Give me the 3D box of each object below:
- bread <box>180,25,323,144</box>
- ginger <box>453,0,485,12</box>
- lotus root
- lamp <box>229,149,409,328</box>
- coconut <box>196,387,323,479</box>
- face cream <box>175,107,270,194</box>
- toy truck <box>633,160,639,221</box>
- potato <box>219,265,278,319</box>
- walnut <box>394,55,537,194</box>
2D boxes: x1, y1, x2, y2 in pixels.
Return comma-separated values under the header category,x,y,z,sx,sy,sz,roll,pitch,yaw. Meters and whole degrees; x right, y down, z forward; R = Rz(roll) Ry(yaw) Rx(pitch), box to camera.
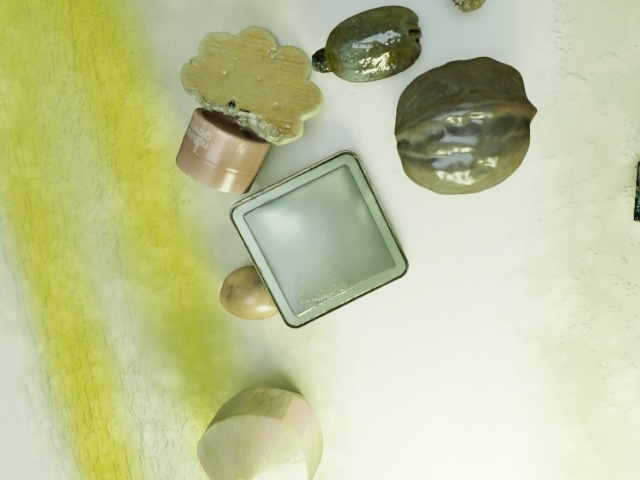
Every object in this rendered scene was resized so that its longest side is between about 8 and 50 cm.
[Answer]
category,x,y,z,sx,sy,sz,roll,pitch,yaw
bread,-0.112,-0.286,0.879,0.251,0.039,0.181,29,77,3
ginger,0.179,-0.520,0.754,0.148,0.081,0.333,-3,99,15
lotus root,0.075,-0.326,0.831,0.192,0.088,0.113,-10,110,16
lamp,0.000,0.000,0.926,0.267,0.047,0.269,-26,98,2
coconut,-0.120,0.429,1.010,0.260,0.259,0.259,4,106,13
face cream,-0.179,-0.165,0.904,0.149,0.149,0.104,29,110,4
toy truck,0.633,-0.077,0.749,0.257,0.127,0.127,-1,107,18
potato,-0.136,0.111,0.999,0.147,0.112,0.111,-1,105,18
walnut,0.227,-0.178,0.782,0.224,0.224,0.224,4,106,13
